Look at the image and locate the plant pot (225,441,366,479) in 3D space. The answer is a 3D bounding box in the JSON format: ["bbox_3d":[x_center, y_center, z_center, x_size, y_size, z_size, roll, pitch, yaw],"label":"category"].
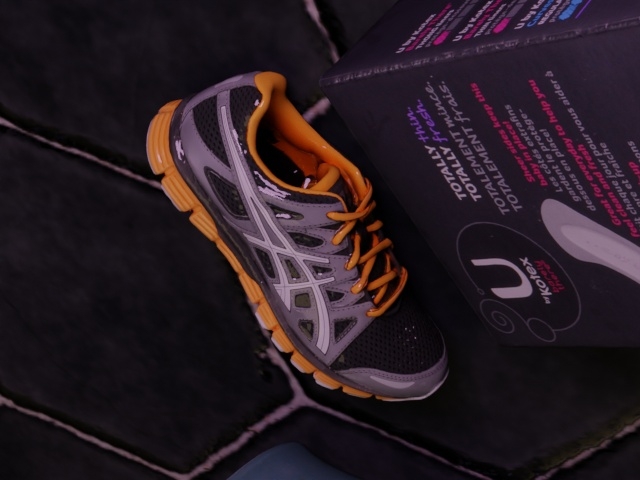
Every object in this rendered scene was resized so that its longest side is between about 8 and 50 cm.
[{"bbox_3d":[0.021,0.265,1.140,0.255,0.271,0.272,39,139,18],"label":"plant pot"}]

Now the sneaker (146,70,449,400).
[{"bbox_3d":[0.000,0.000,1.029,0.215,0.084,0.083,47,131,-13],"label":"sneaker"}]

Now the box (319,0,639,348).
[{"bbox_3d":[0.159,-0.059,0.788,0.270,0.143,0.165,-4,127,54],"label":"box"}]
